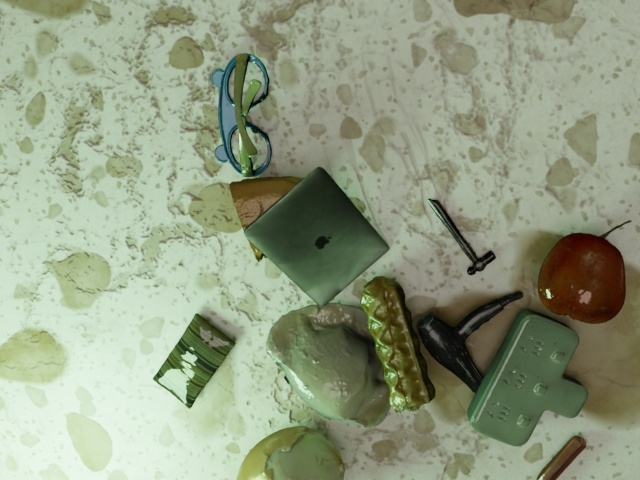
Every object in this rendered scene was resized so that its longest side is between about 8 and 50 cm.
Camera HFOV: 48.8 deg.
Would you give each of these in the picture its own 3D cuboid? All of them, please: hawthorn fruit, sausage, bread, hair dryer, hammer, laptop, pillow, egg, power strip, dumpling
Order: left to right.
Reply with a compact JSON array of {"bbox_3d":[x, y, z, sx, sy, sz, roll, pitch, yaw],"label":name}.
[{"bbox_3d":[-0.278,0.264,1.546,0.113,0.038,0.203,37,108,2],"label":"pillow"},{"bbox_3d":[-0.077,-0.043,1.372,0.169,0.140,0.160,-2,99,11],"label":"bread"},{"bbox_3d":[-0.073,0.508,1.492,0.244,0.201,0.201,-33,97,29],"label":"egg"},{"bbox_3d":[0.000,0.000,1.339,0.187,0.015,0.269,-40,129,4],"label":"laptop"},{"bbox_3d":[0.039,0.239,1.424,0.243,0.175,0.227,44,81,-29],"label":"dumpling"},{"bbox_3d":[0.149,0.200,1.386,0.098,0.087,0.270,-15,83,-16],"label":"bread"},{"bbox_3d":[0.268,-0.016,1.374,0.065,0.021,0.178,-36,94,17],"label":"hammer"},{"bbox_3d":[0.323,0.181,1.402,0.219,0.075,0.195,-39,105,11],"label":"hair dryer"},{"bbox_3d":[0.427,0.284,1.389,0.193,0.059,0.265,22,101,-7],"label":"power strip"},{"bbox_3d":[0.495,0.458,1.453,0.030,0.035,0.147,34,107,4],"label":"sausage"},{"bbox_3d":[0.486,0.046,1.288,0.162,0.162,0.204,15,92,6],"label":"hawthorn fruit"}]

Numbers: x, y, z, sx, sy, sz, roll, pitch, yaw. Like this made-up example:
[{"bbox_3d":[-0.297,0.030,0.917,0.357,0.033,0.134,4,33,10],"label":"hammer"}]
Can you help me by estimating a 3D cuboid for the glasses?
[{"bbox_3d":[-0.126,-0.225,1.325,0.102,0.207,0.239,-8,109,-24],"label":"glasses"}]
